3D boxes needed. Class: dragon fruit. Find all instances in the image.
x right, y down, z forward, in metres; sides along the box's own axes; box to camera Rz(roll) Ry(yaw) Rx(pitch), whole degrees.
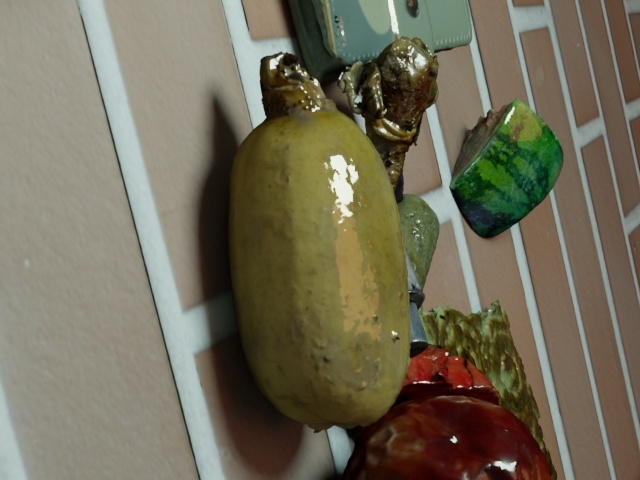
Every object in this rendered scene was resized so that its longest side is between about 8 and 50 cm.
[{"bbox_3d":[0.072,0.144,1.201,0.192,0.122,0.092,17,35,-31],"label":"dragon fruit"}]

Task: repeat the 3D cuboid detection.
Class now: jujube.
[{"bbox_3d":[0.120,0.262,1.119,0.213,0.213,0.232,-55,150,-54],"label":"jujube"}]

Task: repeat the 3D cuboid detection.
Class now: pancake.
[{"bbox_3d":[0.178,0.205,1.421,0.427,0.067,0.305,16,60,-58],"label":"pancake"}]

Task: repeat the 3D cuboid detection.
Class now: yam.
[{"bbox_3d":[0.082,0.024,1.270,0.078,0.078,0.179,64,28,-27],"label":"yam"}]

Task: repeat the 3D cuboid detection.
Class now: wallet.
[{"bbox_3d":[0.065,-0.309,1.336,0.360,0.083,0.252,-22,102,-55],"label":"wallet"}]

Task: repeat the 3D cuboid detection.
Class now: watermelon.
[{"bbox_3d":[0.254,-0.071,1.608,0.231,0.128,0.146,52,56,-45],"label":"watermelon"}]

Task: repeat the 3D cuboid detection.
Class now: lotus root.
[{"bbox_3d":[0.000,0.000,1.038,0.169,0.151,0.343,-1,86,-64],"label":"lotus root"}]

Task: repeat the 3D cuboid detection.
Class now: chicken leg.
[{"bbox_3d":[0.073,-0.127,1.252,0.125,0.080,0.196,-45,148,-33],"label":"chicken leg"}]

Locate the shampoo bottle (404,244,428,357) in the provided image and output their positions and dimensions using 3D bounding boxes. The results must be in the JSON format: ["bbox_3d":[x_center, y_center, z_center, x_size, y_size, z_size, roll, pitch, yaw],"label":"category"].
[{"bbox_3d":[0.055,0.018,1.160,0.072,0.072,0.214,34,32,-54],"label":"shampoo bottle"}]
